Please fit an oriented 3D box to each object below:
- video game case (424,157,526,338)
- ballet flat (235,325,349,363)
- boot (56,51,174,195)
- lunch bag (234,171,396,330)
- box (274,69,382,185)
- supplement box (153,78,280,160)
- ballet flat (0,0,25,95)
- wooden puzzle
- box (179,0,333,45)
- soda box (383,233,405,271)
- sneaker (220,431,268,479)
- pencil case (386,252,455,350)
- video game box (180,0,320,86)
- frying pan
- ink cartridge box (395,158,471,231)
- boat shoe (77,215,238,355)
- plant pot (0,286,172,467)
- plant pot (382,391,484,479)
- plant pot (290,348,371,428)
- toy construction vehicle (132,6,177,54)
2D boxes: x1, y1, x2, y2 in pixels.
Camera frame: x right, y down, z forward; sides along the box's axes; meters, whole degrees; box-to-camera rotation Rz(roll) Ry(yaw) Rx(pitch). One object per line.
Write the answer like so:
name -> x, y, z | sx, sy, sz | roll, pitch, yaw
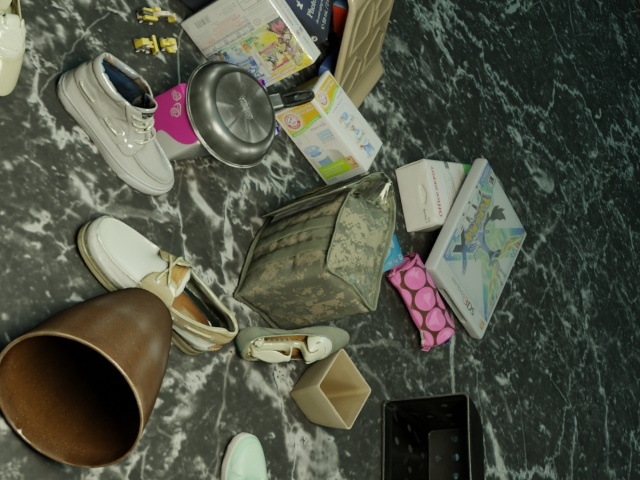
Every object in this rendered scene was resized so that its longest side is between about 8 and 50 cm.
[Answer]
video game case -> 0.380, 0.022, 2.145 | 0.300, 0.036, 0.329 | 52, 56, -40
ballet flat -> -0.045, 0.193, 1.593 | 0.213, 0.072, 0.068 | 3, 30, -18
boot -> -0.305, -0.185, 1.454 | 0.258, 0.123, 0.095 | 48, 44, -26
lunch bag -> 0.000, 0.000, 1.652 | 0.169, 0.235, 0.287 | 44, 46, -32
box -> 0.016, -0.232, 1.861 | 0.203, 0.114, 0.103 | 51, 44, -23
supplement box -> -0.194, -0.218, 1.611 | 0.220, 0.114, 0.111 | -17, 90, -50
ballet flat -> -0.483, -0.344, 1.342 | 0.086, 0.086, 0.248 | 4, 73, -49
wooden puzzle -> 0.080, -0.457, 1.956 | 0.322, 0.081, 0.347 | -58, 162, -44
box -> -0.125, -0.553, 1.774 | 0.294, 0.183, 0.296 | 32, 53, -37
soda box -> 0.087, 0.047, 1.868 | 0.210, 0.071, 0.067 | -22, 93, -51
sneaker -> -0.082, 0.434, 1.450 | 0.094, 0.151, 0.255 | 17, 62, -44
pencil case -> 0.219, 0.137, 1.981 | 0.098, 0.095, 0.209 | -33, 100, -26
video game box -> -0.131, -0.378, 1.674 | 0.187, 0.205, 0.048 | 55, 40, -20
frying pan -> -0.102, -0.217, 1.596 | 0.326, 0.053, 0.197 | 7, 71, -45
ink cartridge box -> 0.287, -0.103, 2.148 | 0.219, 0.093, 0.160 | 1, 76, -50
boat shoe -> -0.250, 0.064, 1.435 | 0.302, 0.103, 0.113 | 46, 45, -28
plant pot -> -0.305, 0.165, 1.274 | 0.215, 0.215, 0.230 | 59, 26, -15
plant pot -> 0.246, 0.428, 1.831 | 0.167, 0.188, 0.188 | 37, 49, -53
plant pot -> 0.011, 0.282, 1.664 | 0.109, 0.096, 0.109 | 57, 41, -18
toy construction vehicle -> -0.295, -0.379, 1.615 | 0.098, 0.035, 0.085 | -2, 77, -50
